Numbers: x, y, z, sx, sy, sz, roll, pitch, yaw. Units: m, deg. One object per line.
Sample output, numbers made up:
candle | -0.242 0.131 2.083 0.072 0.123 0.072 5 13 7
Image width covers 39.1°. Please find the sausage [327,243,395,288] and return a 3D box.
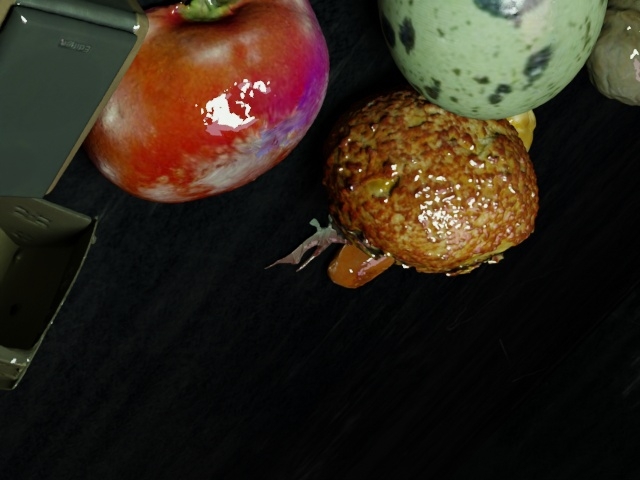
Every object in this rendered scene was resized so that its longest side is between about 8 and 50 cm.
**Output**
sausage | 0.093 0.020 1.656 0.179 0.089 0.089 -39 151 -3

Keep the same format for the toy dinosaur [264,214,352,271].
toy dinosaur | 0.001 0.001 1.582 0.220 0.032 0.108 -20 150 -14

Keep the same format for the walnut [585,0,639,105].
walnut | 0.554 -0.344 1.569 0.224 0.224 0.224 -28 149 -19

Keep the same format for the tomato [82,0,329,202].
tomato | -0.113 -0.152 1.103 0.335 0.176 0.290 -27 151 -23

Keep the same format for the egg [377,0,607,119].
egg | 0.211 -0.319 1.119 0.287 0.287 0.379 -35 152 -9

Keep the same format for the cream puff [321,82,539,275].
cream puff | 0.168 -0.114 1.339 0.350 0.350 0.229 -15 136 -37

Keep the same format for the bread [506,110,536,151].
bread | 0.262 -0.119 1.603 0.311 0.121 0.173 -58 150 10

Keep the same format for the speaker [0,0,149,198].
speaker | -0.302 -0.176 0.844 0.153 0.192 0.231 0 136 -50

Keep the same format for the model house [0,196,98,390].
model house | -0.413 0.055 1.070 0.204 0.211 0.243 27 152 -16
